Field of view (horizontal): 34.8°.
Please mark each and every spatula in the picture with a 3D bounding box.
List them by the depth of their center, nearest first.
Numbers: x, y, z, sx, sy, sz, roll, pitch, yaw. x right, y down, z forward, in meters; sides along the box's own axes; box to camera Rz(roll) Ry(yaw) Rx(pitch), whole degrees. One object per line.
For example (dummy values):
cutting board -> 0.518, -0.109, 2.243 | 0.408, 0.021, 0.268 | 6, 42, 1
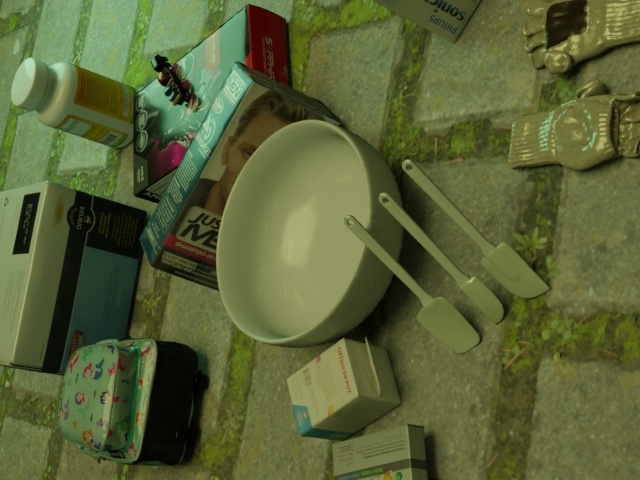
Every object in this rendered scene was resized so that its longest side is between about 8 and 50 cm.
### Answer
spatula -> 0.149, 0.023, 1.300 | 0.168, 0.242, 0.019 | -42, 6, 36

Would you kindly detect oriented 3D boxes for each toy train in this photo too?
toy train -> -0.280, -0.295, 1.868 | 0.027, 0.036, 0.158 | -52, 43, 22

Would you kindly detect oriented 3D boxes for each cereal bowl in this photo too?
cereal bowl -> 0.000, 0.000, 1.507 | 0.339, 0.141, 0.339 | -21, 61, 43

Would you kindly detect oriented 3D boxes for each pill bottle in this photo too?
pill bottle -> -0.500, -0.287, 2.098 | 0.136, 0.245, 0.136 | -20, 63, 43

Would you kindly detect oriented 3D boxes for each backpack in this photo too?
backpack -> -0.346, 0.278, 1.782 | 0.253, 0.191, 0.225 | -6, 73, 53

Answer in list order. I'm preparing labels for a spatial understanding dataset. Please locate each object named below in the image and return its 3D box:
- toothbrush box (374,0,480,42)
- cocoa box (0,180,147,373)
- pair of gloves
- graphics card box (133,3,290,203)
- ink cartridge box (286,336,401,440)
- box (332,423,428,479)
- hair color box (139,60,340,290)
toothbrush box -> 0.164, -0.460, 1.424 | 0.296, 0.216, 0.126 | -56, 42, 18
cocoa box -> -0.515, 0.086, 1.997 | 0.231, 0.228, 0.347 | -4, 74, 49
pair of gloves -> 0.327, -0.204, 1.283 | 0.204, 0.042, 0.240 | 4, 81, 49
graphics card box -> -0.207, -0.239, 1.866 | 0.371, 0.094, 0.233 | -28, 57, 41
ink cartridge box -> 0.038, 0.207, 1.430 | 0.143, 0.090, 0.092 | -38, 51, 33
box -> 0.080, 0.348, 1.339 | 0.145, 0.038, 0.186 | -25, 60, 42
hair color box -> -0.136, -0.094, 1.661 | 0.347, 0.173, 0.105 | -60, 31, 16
